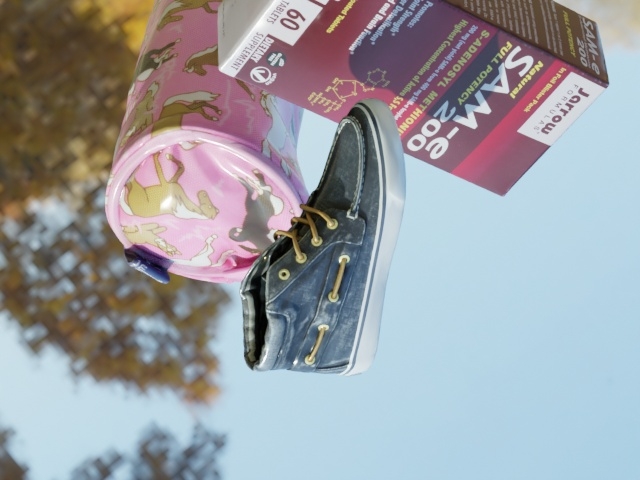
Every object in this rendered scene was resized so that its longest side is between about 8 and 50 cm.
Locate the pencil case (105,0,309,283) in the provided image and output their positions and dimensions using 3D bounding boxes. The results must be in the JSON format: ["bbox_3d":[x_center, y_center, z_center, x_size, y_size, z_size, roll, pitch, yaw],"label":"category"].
[{"bbox_3d":[-0.072,-0.134,1.574,0.386,0.160,0.167,-86,-162,-48],"label":"pencil case"}]

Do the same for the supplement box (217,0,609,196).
[{"bbox_3d":[0.063,-0.133,1.344,0.130,0.239,0.073,-49,-149,36],"label":"supplement box"}]

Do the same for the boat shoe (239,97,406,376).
[{"bbox_3d":[0.000,0.000,1.248,0.083,0.183,0.065,0,-166,-26],"label":"boat shoe"}]
